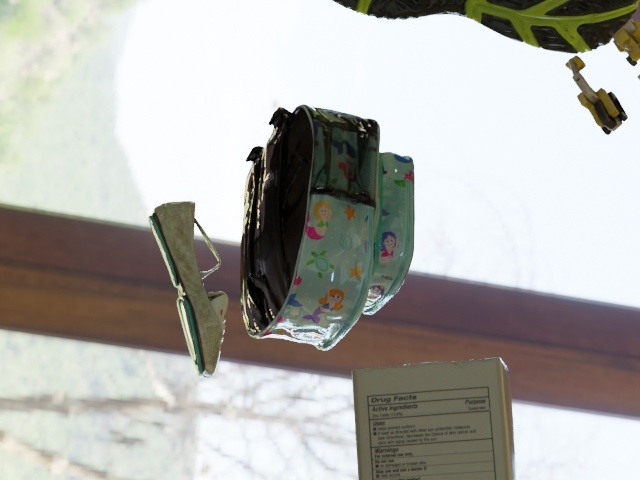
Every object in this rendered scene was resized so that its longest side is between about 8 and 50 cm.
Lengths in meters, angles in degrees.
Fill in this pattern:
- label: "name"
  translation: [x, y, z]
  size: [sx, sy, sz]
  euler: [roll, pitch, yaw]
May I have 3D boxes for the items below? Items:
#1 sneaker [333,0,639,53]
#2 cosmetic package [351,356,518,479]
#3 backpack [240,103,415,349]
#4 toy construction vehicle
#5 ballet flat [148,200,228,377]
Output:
- label: "sneaker"
  translation: [0.112, -0.289, 1.396]
  size: [0.147, 0.385, 0.145]
  euler: [-88, -160, -55]
- label: "cosmetic package"
  translation: [0.121, 0.273, 1.431]
  size: [0.129, 0.153, 0.296]
  euler: [44, 43, -73]
- label: "backpack"
  translation: [0.000, 0.000, 1.701]
  size: [0.225, 0.191, 0.253]
  euler: [131, -29, -55]
- label: "toy construction vehicle"
  translation: [0.258, -0.139, 1.242]
  size: [0.086, 0.035, 0.098]
  euler: [-41, -129, 29]
- label: "ballet flat"
  translation: [-0.112, 0.042, 1.348]
  size: [0.057, 0.052, 0.168]
  euler: [162, -89, -77]
